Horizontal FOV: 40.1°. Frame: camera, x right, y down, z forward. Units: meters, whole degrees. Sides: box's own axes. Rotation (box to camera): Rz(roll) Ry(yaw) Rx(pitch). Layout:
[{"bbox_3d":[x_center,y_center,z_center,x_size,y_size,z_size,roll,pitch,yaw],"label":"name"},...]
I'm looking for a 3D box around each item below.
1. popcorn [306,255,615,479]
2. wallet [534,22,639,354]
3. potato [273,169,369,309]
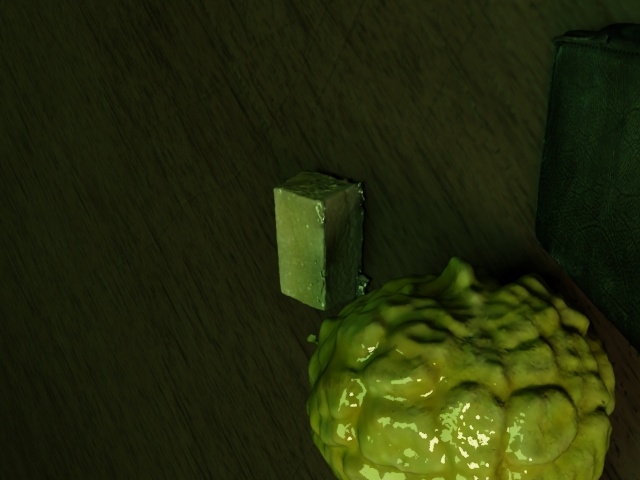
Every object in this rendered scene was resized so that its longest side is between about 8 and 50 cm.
[{"bbox_3d":[0.095,0.135,0.662,0.236,0.206,0.252,31,138,23],"label":"popcorn"},{"bbox_3d":[0.180,-0.029,0.479,0.318,0.045,0.173,-97,8,-75],"label":"wallet"},{"bbox_3d":[0.000,0.002,0.832,0.086,0.061,0.122,19,118,43],"label":"potato"}]
